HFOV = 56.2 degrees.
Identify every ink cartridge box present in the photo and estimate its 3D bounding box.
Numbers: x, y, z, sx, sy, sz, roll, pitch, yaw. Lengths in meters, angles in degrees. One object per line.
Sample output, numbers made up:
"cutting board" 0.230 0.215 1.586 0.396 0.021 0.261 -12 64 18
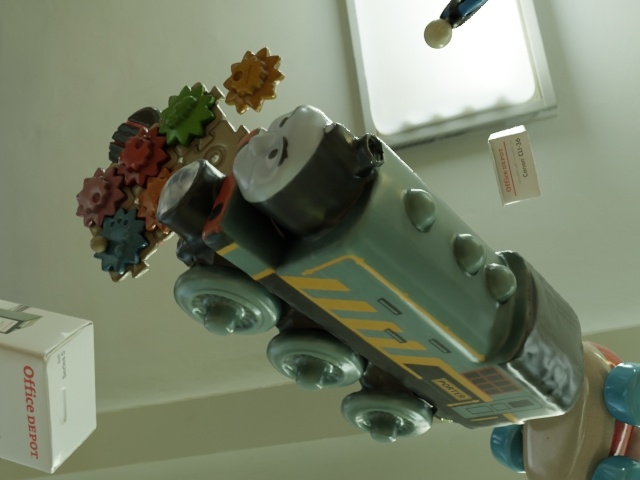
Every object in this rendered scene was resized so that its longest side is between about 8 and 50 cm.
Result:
"ink cartridge box" 0.336 -0.131 1.038 0.067 0.198 0.115 -13 -81 21
"ink cartridge box" -0.483 0.201 0.893 0.272 0.115 0.198 11 -69 12

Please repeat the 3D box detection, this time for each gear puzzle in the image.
"gear puzzle" -0.173 -0.107 0.734 0.339 0.044 0.175 -41 -120 10

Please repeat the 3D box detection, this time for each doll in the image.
"doll" 0.198 -0.322 0.776 0.046 0.129 0.189 38 -96 -13

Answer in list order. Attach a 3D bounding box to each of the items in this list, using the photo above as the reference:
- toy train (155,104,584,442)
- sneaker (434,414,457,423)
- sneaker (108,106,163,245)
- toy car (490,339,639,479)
"toy train" 0.045 0.038 0.448 0.190 0.334 0.142 -25 -144 39
"sneaker" 0.122 0.188 0.789 0.234 0.097 0.084 23 -83 3
"sneaker" -0.339 -0.117 1.197 0.116 0.136 0.314 29 -63 27
"toy car" 0.394 0.249 0.795 0.238 0.219 0.210 13 -96 -22
